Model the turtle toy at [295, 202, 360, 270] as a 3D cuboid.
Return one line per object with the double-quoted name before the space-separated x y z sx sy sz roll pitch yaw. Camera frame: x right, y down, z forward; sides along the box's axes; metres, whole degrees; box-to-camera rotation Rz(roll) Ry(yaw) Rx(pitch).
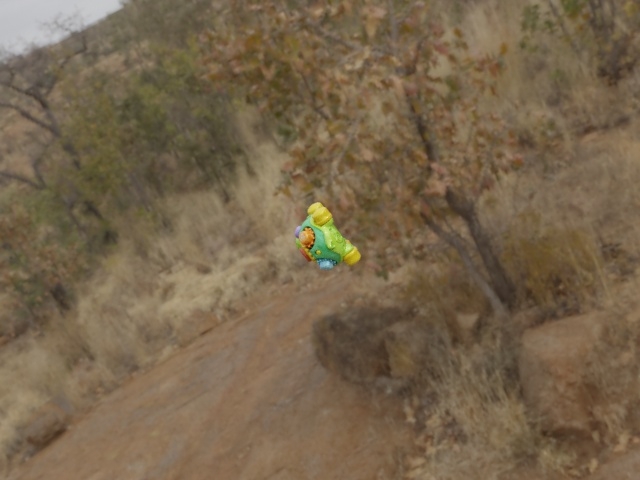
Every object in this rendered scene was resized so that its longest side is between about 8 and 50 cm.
"turtle toy" 0.000 0.000 1.176 0.066 0.095 0.130 -37 13 -2
